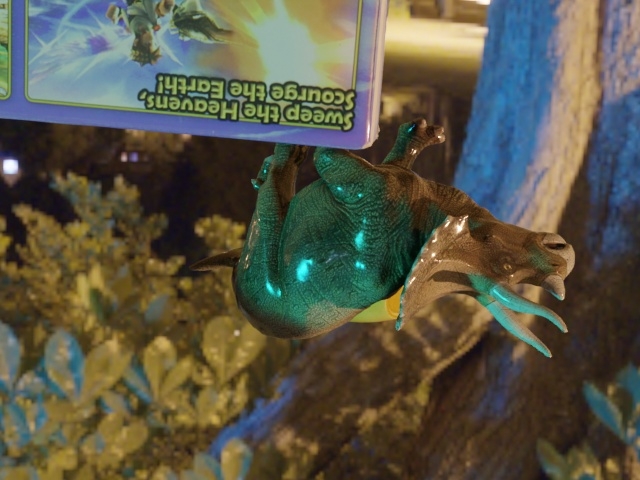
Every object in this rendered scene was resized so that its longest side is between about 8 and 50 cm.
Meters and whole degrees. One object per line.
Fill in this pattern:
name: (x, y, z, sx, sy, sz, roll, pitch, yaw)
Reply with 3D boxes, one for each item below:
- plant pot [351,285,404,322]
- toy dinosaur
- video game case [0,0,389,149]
plant pot: (0.052, 0.032, 1.176, 0.095, 0.134, 0.134, 25, -161, 36)
toy dinosaur: (0.000, 0.000, 0.740, 0.313, 0.160, 0.121, -13, 151, 33)
video game case: (-0.103, -0.166, 0.394, 0.269, 0.244, 0.061, 6, -166, 4)
